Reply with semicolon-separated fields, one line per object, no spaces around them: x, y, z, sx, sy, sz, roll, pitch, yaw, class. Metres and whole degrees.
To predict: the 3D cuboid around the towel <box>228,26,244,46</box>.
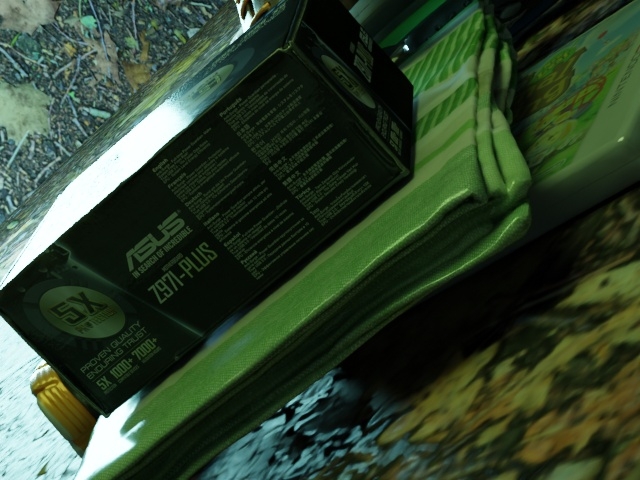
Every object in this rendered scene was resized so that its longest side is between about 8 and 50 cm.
-0.013;-0.310;1.817;0.317;0.053;0.332;-60;3;7;towel

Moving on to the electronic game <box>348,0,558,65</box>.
0.090;-0.139;0.987;0.229;0.048;0.229;-33;-10;-6;electronic game

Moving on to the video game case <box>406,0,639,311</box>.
0.092;-0.041;0.804;0.212;0.023;0.193;-32;14;38;video game case

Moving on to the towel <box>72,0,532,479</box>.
0.000;0.000;0.805;0.248;0.038;0.325;-38;13;17;towel

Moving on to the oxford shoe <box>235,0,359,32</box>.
-0.029;-0.174;1.289;0.130;0.133;0.363;-45;23;42;oxford shoe

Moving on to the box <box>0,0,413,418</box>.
-0.049;-0.025;0.771;0.180;0.077;0.147;-39;13;17;box

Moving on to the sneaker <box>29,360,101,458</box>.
-0.115;0.057;0.996;0.083;0.084;0.215;-38;21;7;sneaker
